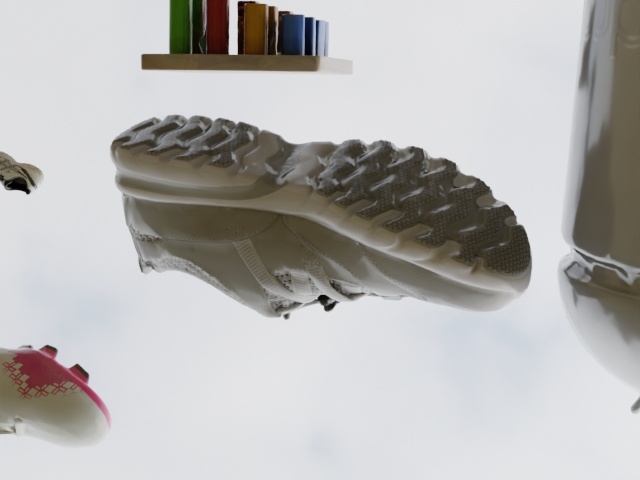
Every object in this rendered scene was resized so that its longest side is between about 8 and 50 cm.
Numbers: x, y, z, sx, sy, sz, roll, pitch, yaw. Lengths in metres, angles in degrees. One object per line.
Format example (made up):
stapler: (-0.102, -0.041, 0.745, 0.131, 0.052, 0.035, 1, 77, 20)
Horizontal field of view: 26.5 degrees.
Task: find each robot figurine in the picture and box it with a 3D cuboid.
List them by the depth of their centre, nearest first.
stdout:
robot figurine: (0.244, -0.049, 0.789, 0.300, 0.199, 0.354, -151, -118, -66)

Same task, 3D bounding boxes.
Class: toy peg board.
toy peg board: (-0.062, -0.191, 1.237, 0.160, 0.161, 0.079, 2, -83, 12)

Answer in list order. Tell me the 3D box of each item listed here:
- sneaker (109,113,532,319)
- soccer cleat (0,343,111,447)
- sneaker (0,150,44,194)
sneaker: (0.000, 0.000, 0.858, 0.281, 0.115, 0.105, 16, -147, 25)
soccer cleat: (-0.364, 0.163, 1.411, 0.331, 0.116, 0.143, 19, -131, 33)
sneaker: (-0.363, -0.078, 1.567, 0.083, 0.032, 0.037, 17, -137, 5)
